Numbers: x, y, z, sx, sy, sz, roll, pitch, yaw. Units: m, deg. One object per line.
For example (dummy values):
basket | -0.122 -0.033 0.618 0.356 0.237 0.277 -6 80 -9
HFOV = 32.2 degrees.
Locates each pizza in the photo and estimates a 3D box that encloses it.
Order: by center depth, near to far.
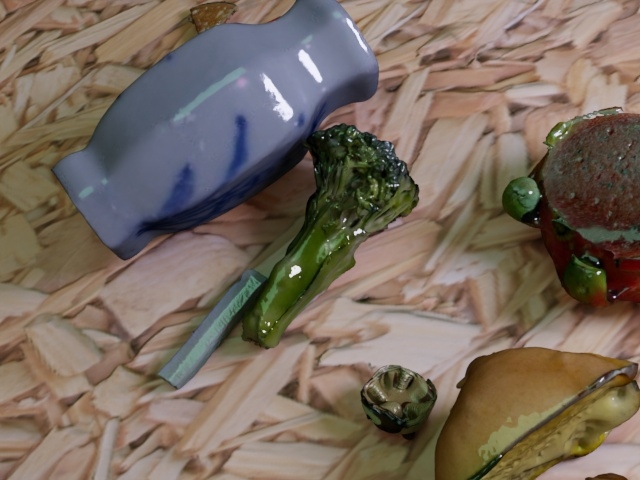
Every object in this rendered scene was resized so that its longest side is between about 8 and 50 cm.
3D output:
pizza | -0.166 -0.324 1.652 0.083 0.025 0.078 4 56 25

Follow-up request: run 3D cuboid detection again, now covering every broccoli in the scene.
broccoli | -0.004 -0.001 1.359 0.146 0.165 0.304 28 81 20

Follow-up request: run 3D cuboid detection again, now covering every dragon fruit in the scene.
dragon fruit | 0.361 -0.039 1.271 0.295 0.130 0.268 2 60 16

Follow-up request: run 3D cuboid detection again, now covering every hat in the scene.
hat | 0.088 0.187 1.254 0.077 0.059 0.076 28 54 22

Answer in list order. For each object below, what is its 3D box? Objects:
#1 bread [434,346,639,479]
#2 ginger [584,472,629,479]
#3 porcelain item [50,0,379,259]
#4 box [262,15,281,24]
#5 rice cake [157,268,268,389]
bread | 0.204 0.183 1.163 0.252 0.174 0.133 -35 54 -2
ginger | 0.271 0.365 1.048 0.358 0.152 0.274 -22 37 1
porcelain item | -0.130 -0.147 1.408 0.405 0.242 0.178 -34 82 -5
box | -0.098 -0.263 1.598 0.133 0.023 0.090 -24 54 0
rice cake | -0.134 0.107 1.377 0.042 0.030 0.180 32 72 24
